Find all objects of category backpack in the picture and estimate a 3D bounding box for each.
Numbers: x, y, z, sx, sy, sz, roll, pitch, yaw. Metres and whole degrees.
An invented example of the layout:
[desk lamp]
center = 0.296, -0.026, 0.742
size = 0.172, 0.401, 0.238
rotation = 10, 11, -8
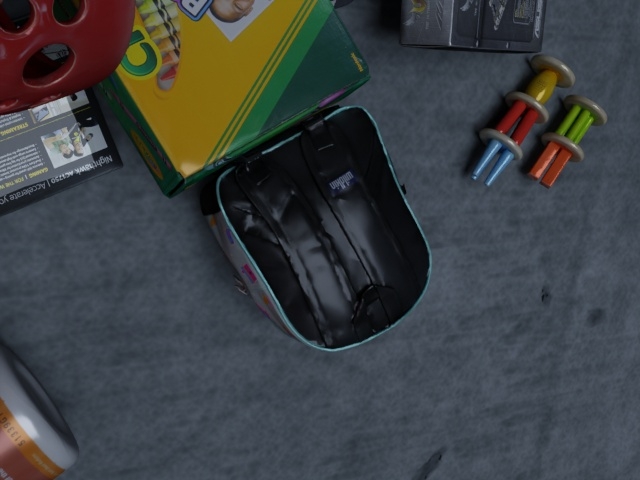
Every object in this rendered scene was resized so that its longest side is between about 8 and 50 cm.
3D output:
[backpack]
center = 0.000, 0.000, 0.681
size = 0.166, 0.144, 0.188
rotation = -31, 90, -19

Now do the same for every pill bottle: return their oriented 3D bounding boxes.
[pill bottle]
center = -0.309, 0.185, 0.590
size = 0.216, 0.121, 0.121
rotation = -35, 117, -16

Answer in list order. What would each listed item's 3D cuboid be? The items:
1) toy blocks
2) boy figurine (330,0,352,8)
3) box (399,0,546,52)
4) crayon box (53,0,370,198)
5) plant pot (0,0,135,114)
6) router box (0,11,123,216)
[toy blocks]
center = 0.231, -0.105, 0.835
size = 0.123, 0.054, 0.148
rotation = 38, 85, -30
[boy figurine]
center = -0.007, -0.339, 0.625
size = 0.177, 0.092, 0.285
rotation = -21, 116, -19
[box]
center = 0.152, -0.290, 0.705
size = 0.183, 0.056, 0.230
rotation = -14, 111, -47
[crayon box]
center = -0.109, -0.192, 0.560
size = 0.165, 0.081, 0.278
rotation = -33, 95, -19
[plant pot]
center = -0.231, -0.153, 0.434
size = 0.174, 0.191, 0.191
rotation = -34, 119, -38
[router box]
center = -0.259, -0.085, 0.584
size = 0.179, 0.046, 0.133
rotation = -26, 114, -20
